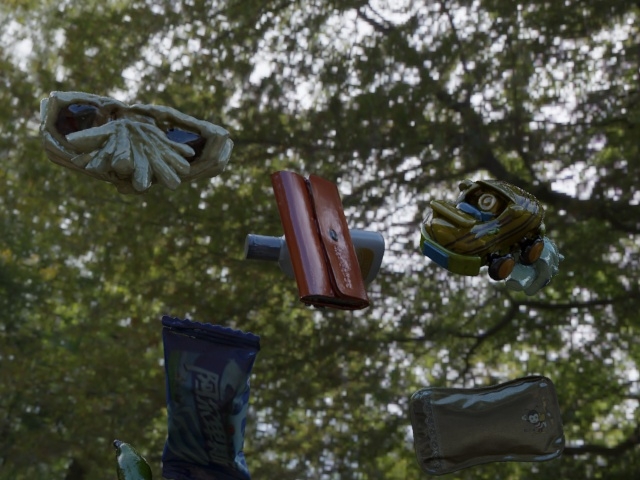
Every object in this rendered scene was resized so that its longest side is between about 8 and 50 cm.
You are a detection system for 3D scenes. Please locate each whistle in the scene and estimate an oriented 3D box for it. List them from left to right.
[{"bbox_3d":[0.415,0.052,1.741,0.110,0.244,0.092,22,-62,19],"label":"whistle"}]

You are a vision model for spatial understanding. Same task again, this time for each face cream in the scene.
[{"bbox_3d":[-0.014,0.025,1.866,0.291,0.071,0.143,8,-52,-14],"label":"face cream"}]

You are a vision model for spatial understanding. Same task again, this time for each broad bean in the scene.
[{"bbox_3d":[-0.318,0.431,1.524,0.070,0.213,0.048,-12,-38,-28],"label":"broad bean"}]

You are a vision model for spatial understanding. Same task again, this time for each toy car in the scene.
[{"bbox_3d":[0.300,-0.039,1.607,0.200,0.248,0.142,33,-46,38],"label":"toy car"}]

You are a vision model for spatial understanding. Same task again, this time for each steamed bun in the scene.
[{"bbox_3d":[-0.400,-0.197,1.880,0.428,0.247,0.189,12,-20,-12],"label":"steamed bun"}]

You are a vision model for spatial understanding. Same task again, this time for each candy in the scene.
[{"bbox_3d":[-0.196,0.294,1.558,0.187,0.077,0.331,8,-72,8],"label":"candy"}]

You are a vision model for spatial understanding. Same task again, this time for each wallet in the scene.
[{"bbox_3d":[0.000,0.000,1.287,0.045,0.204,0.142,-30,-27,32],"label":"wallet"}]

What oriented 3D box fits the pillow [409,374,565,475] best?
[{"bbox_3d":[0.241,0.270,1.283,0.218,0.130,0.033,-9,-8,13],"label":"pillow"}]
